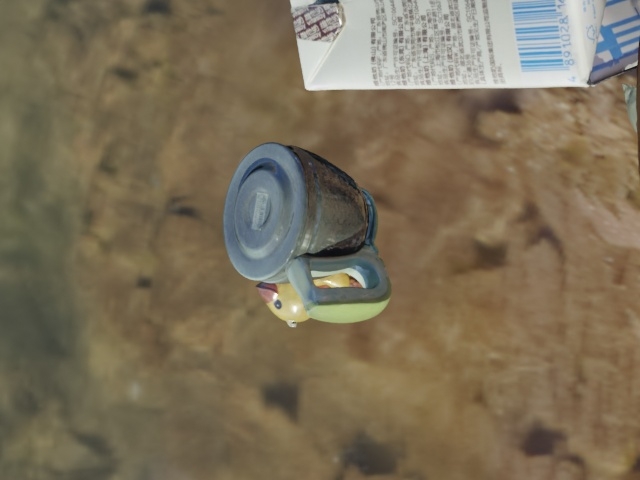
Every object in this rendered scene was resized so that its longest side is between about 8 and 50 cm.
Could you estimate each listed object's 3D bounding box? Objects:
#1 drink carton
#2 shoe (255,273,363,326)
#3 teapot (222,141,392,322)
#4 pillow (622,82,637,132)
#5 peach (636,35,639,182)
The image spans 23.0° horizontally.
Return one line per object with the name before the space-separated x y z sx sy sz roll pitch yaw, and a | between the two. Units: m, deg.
drink carton | 0.155 -0.216 1.423 0.324 0.194 0.132 3 107 43
shoe | 0.001 0.030 1.419 0.072 0.109 0.069 -9 107 51
teapot | -0.005 0.001 1.046 0.092 0.091 0.124 -21 67 49
pillow | 0.357 -0.071 1.458 0.078 0.134 0.181 -36 111 20
peach | 0.205 -0.034 0.446 0.226 0.190 0.196 -4 72 18
